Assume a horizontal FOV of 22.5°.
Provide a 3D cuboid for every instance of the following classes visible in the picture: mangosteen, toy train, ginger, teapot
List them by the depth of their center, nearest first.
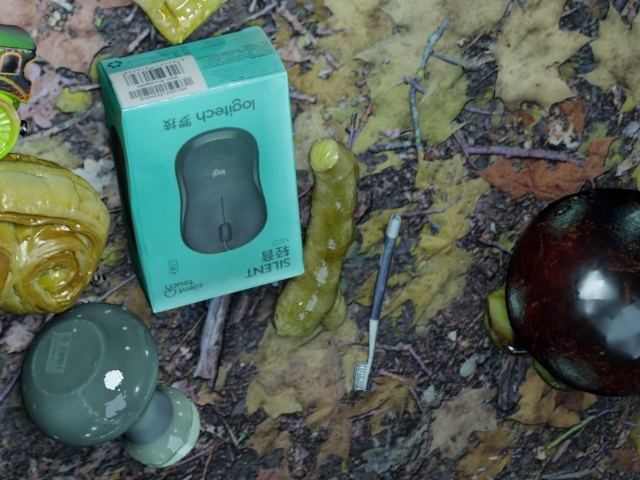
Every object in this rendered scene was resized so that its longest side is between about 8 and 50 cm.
[{"bbox_3d":[-0.447,-0.164,1.702,0.296,0.100,0.160,0,114,-33],"label":"toy train"},{"bbox_3d":[-0.254,0.195,2.017,0.183,0.183,0.251,-42,143,-2],"label":"teapot"},{"bbox_3d":[0.002,0.002,2.107,0.118,0.065,0.298,-17,129,-38],"label":"ginger"},{"bbox_3d":[0.400,0.074,2.261,0.330,0.330,0.330,-16,126,-23],"label":"mangosteen"}]

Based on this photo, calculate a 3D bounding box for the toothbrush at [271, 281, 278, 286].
[{"bbox_3d":[-0.079,-0.052,2.052,0.022,0.026,0.263,-21,125,-19],"label":"toothbrush"}]

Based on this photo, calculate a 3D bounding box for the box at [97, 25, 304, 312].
[{"bbox_3d":[-0.136,-0.079,1.909,0.205,0.118,0.311,-13,129,-12],"label":"box"}]

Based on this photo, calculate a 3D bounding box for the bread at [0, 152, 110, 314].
[{"bbox_3d":[-0.361,-0.006,1.835,0.236,0.120,0.198,6,123,-36],"label":"bread"}]

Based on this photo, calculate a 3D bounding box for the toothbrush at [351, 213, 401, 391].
[{"bbox_3d":[0.078,0.089,2.240,0.026,0.024,0.288,1,120,-16],"label":"toothbrush"}]

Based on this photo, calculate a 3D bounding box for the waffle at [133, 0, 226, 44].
[{"bbox_3d":[-0.153,-0.367,1.778,0.221,0.055,0.248,-42,133,-1],"label":"waffle"}]
